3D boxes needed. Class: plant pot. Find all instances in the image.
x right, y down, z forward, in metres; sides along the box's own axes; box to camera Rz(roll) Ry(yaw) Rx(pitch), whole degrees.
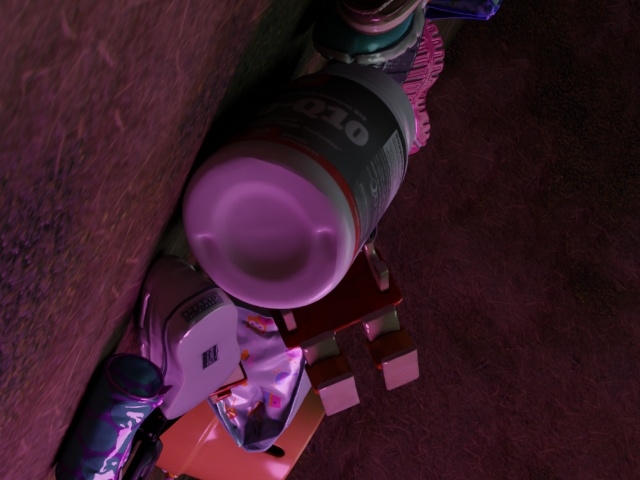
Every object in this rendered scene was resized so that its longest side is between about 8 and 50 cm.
[{"bbox_3d":[-0.118,0.283,1.857,0.291,0.203,0.291,-58,179,-1],"label":"plant pot"}]

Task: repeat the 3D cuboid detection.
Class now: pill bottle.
[{"bbox_3d":[-0.007,-0.068,1.110,0.161,0.161,0.283,-62,176,32],"label":"pill bottle"}]

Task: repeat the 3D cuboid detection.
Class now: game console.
[{"bbox_3d":[-0.247,0.293,1.598,0.361,0.044,0.213,-62,176,4],"label":"game console"}]

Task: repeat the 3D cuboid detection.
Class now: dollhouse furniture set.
[{"bbox_3d":[-0.034,0.089,1.357,0.259,0.262,0.135,-23,151,-4],"label":"dollhouse furniture set"}]

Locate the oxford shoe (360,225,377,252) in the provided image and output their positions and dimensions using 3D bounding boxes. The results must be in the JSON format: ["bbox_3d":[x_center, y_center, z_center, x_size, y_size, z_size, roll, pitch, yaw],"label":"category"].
[{"bbox_3d":[0.000,0.000,1.715,0.130,0.133,0.363,-49,171,-47],"label":"oxford shoe"}]

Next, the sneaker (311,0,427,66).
[{"bbox_3d":[0.064,-0.278,1.164,0.110,0.107,0.275,85,24,-48],"label":"sneaker"}]

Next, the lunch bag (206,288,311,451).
[{"bbox_3d":[-0.062,0.134,1.586,0.223,0.160,0.262,-66,166,-52],"label":"lunch bag"}]

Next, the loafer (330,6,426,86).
[{"bbox_3d":[0.032,-0.189,1.463,0.109,0.095,0.302,-3,123,-49],"label":"loafer"}]

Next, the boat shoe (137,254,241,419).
[{"bbox_3d":[-0.143,0.099,1.154,0.096,0.088,0.267,-34,162,-18],"label":"boat shoe"}]

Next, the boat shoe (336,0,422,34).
[{"bbox_3d":[0.081,-0.316,1.064,0.095,0.095,0.257,72,40,-66],"label":"boat shoe"}]

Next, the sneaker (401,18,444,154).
[{"bbox_3d":[0.139,-0.284,2.036,0.103,0.111,0.252,-9,121,-34],"label":"sneaker"}]

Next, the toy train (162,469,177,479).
[{"bbox_3d":[-0.264,0.395,2.180,0.166,0.046,0.125,-59,179,26],"label":"toy train"}]

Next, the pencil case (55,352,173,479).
[{"bbox_3d":[-0.203,0.185,1.116,0.151,0.070,0.064,-63,175,26],"label":"pencil case"}]

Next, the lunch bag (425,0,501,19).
[{"bbox_3d":[0.153,-0.326,1.360,0.096,0.151,0.129,-64,176,39],"label":"lunch bag"}]
